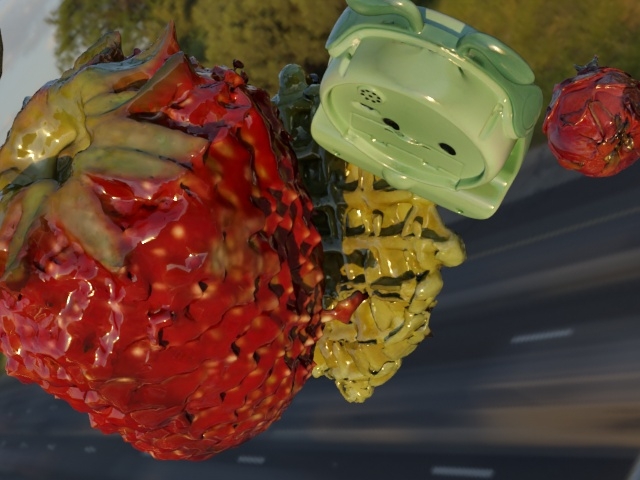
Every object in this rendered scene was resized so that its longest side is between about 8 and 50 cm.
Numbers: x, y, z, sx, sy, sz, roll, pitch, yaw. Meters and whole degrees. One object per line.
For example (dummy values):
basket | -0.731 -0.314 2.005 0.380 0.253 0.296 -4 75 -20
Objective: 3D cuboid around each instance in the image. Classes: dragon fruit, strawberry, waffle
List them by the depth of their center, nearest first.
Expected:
strawberry | -0.101 0.017 0.763 0.292 0.343 0.292 -23 47 28
waffle | 0.000 0.000 0.953 0.073 0.297 0.317 -17 -32 -40
dragon fruit | 0.433 -0.186 1.518 0.172 0.172 0.209 -41 27 32

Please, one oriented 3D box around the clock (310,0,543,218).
clock | 0.064 -0.090 0.621 0.060 0.148 0.188 -61 -11 -16

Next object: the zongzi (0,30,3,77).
zongzi | -0.489 -0.199 0.905 0.300 0.274 0.145 -2 -78 -59
